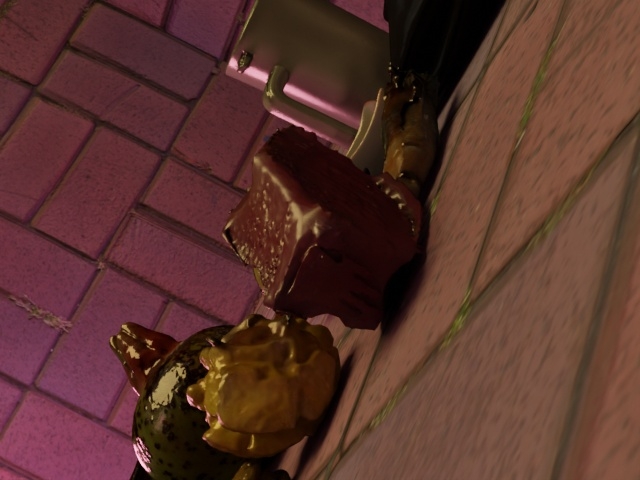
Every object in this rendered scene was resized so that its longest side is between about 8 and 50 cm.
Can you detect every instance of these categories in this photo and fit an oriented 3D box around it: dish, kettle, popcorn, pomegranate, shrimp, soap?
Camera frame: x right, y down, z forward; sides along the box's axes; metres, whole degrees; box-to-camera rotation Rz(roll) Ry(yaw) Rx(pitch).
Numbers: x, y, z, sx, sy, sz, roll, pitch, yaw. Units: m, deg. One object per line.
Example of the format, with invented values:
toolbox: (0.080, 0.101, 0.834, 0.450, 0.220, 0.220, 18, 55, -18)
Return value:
dish: (0.077, -0.135, 1.780, 0.151, 0.077, 0.212, -62, 3, -1)
kettle: (0.006, -0.317, 2.174, 0.205, 0.318, 0.265, -62, 5, 15)
popcorn: (-0.053, 0.144, 1.197, 0.148, 0.152, 0.167, -12, 23, 22)
pomegranate: (-0.152, 0.181, 1.449, 0.214, 0.248, 0.214, -47, -16, -18)
shrimp: (0.088, -0.079, 1.385, 0.289, 0.075, 0.178, -88, 19, -49)
soap: (0.002, -0.010, 1.148, 0.289, 0.182, 0.112, -68, 3, -73)

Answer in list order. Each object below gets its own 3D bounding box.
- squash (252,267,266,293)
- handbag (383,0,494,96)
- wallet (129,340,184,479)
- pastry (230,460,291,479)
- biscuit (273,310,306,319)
squash: (-0.006, 0.001, 1.540, 0.132, 0.132, 0.247, -65, 3, -21)
handbag: (0.148, -0.308, 1.599, 0.342, 0.152, 0.288, -71, -3, -69)
wallet: (-0.194, 0.331, 1.588, 0.335, 0.068, 0.275, -69, -27, -49)
pastry: (-0.072, 0.264, 1.178, 0.097, 0.057, 0.109, -59, 7, 35)
biscuit: (-0.023, 0.063, 2.044, 0.257, 0.049, 0.273, -62, 2, 19)
